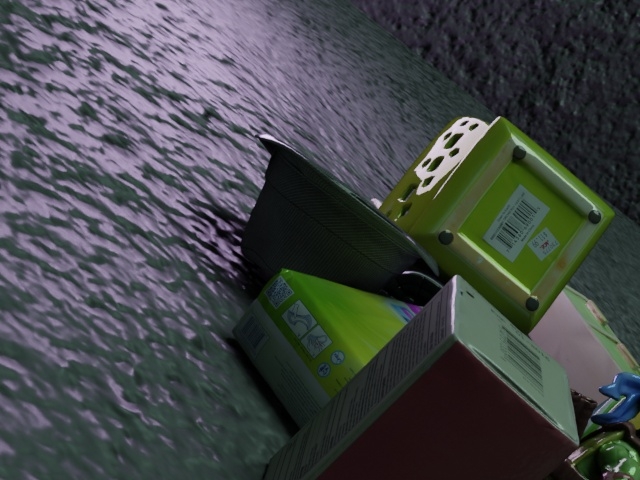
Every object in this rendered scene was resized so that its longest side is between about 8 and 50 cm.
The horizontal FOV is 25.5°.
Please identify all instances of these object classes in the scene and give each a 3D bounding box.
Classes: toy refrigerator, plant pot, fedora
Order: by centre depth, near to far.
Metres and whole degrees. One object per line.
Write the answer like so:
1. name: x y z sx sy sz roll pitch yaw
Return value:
1. fedora: 0.000 0.000 1.490 0.243 0.124 0.275 37 4 -6
2. plant pot: 0.215 -0.016 1.770 0.227 0.228 0.207 40 -10 -9
3. toy refrigerator: 0.401 0.177 2.069 0.102 0.094 0.269 29 21 -39

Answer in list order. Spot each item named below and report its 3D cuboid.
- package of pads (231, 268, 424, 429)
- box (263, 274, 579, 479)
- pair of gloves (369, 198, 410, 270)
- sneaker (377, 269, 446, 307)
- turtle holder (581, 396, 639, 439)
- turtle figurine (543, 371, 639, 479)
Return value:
1. package of pads: 0.075 0.154 1.360 0.296 0.101 0.229 16 30 -55
2. box: 0.071 0.164 1.087 0.127 0.232 0.148 41 17 -7
3. pair of gloves: 0.180 0.042 1.987 0.240 0.042 0.204 35 18 -28
4. sneaker: 0.193 0.132 1.692 0.283 0.107 0.124 44 10 2
5. turtle holder: 0.320 0.237 1.354 0.320 0.227 0.243 36 -4 -43
6. turtle figurine: 0.223 0.269 1.089 0.275 0.266 0.198 56 3 -2
